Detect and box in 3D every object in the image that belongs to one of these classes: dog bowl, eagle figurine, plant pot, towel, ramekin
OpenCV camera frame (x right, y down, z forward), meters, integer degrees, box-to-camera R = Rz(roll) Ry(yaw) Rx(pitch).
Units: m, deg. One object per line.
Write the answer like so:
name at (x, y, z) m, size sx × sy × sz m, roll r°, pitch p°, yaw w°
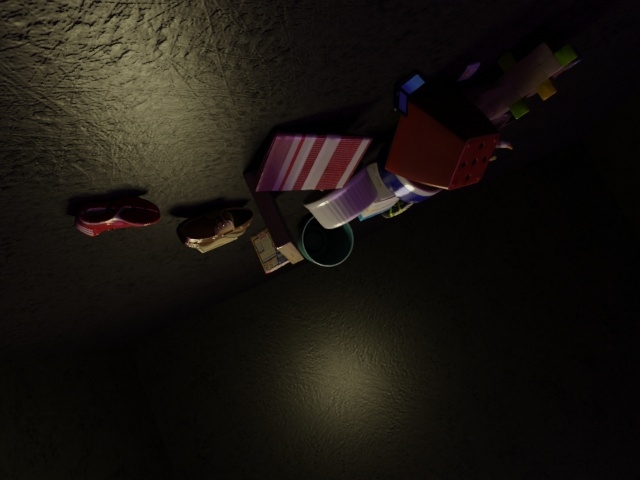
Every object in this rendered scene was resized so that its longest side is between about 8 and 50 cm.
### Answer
dog bowl at (0.345, -0.277, 1.798) m, size 0.265 × 0.264 × 0.104 m, roll -17°, pitch 169°, yaw -36°
eagle figurine at (0.715, -0.451, 2.016) m, size 0.225 × 0.298 × 0.226 m, roll 22°, pitch 172°, yaw -37°
plant pot at (0.000, 0.000, 2.498) m, size 0.272 × 0.271 × 0.255 m, roll -21°, pitch -177°, yaw -18°
towel at (-0.026, -0.243, 1.476) m, size 0.329 × 0.037 × 0.237 m, roll -5°, pitch 147°, yaw -29°
ramekin at (0.082, -0.166, 1.823) m, size 0.277 × 0.135 × 0.277 m, roll -33°, pitch -165°, yaw 10°
plant pot at (0.414, -0.311, 1.569) m, size 0.267 × 0.236 × 0.267 m, roll -17°, pitch 135°, yaw -36°

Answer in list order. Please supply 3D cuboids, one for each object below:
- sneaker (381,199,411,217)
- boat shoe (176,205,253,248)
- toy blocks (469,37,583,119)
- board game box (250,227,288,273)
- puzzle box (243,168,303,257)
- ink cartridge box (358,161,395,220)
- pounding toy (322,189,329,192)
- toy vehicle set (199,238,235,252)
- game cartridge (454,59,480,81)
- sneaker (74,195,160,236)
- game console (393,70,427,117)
sneaker at (0.441, -0.240, 2.257) m, size 0.385 × 0.145 × 0.147 m, roll -43°, pitch 150°, yaw 11°
boat shoe at (-0.365, -0.066, 1.715) m, size 0.120 × 0.122 × 0.324 m, roll -37°, pitch 172°, yaw 33°
toy blocks at (0.688, -0.536, 1.604) m, size 0.261 × 0.190 × 0.381 m, roll -30°, pitch 176°, yaw -43°
board game box at (-0.235, 0.038, 2.284) m, size 0.147 × 0.193 × 0.045 m, roll -29°, pitch 169°, yaw 29°
puzzle box at (-0.157, -0.069, 1.699) m, size 0.052 × 0.272 × 0.409 m, roll -25°, pitch 169°, yaw -1°
ink cartridge box at (0.239, -0.221, 2.107) m, size 0.168 × 0.171 × 0.232 m, roll -22°, pitch 170°, yaw -15°
pounding toy at (0.043, -0.276, 1.624) m, size 0.206 × 0.094 × 0.181 m, roll -33°, pitch 158°, yaw 15°
toy vehicle set at (-0.440, -0.019, 1.965) m, size 0.166 × 0.035 × 0.267 m, roll -23°, pitch 170°, yaw -6°
game cartridge at (0.459, -0.526, 1.494) m, size 0.056 × 0.017 × 0.083 m, roll -25°, pitch 171°, yaw -16°
sneaker at (-0.575, -0.065, 1.348) m, size 0.221 × 0.087 × 0.128 m, roll 2°, pitch 163°, yaw -41°
game console at (0.265, -0.427, 1.412) m, size 0.071 × 0.107 × 0.122 m, roll 3°, pitch -178°, yaw 27°
